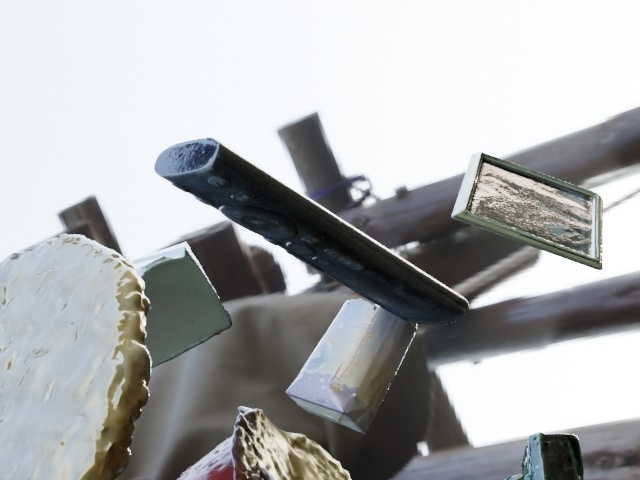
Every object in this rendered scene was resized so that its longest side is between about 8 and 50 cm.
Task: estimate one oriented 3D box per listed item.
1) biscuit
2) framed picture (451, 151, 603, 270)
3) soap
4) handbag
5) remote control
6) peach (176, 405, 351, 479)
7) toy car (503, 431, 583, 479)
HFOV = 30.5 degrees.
[{"bbox_3d":[-0.157,0.091,0.542,0.033,0.219,0.220,40,-133,-37],"label":"biscuit"},{"bbox_3d":[0.329,-0.057,1.812,0.296,0.232,0.019,-62,-10,-64],"label":"framed picture"},{"bbox_3d":[-0.186,0.075,1.107,0.145,0.230,0.091,-28,-83,-22],"label":"soap"},{"bbox_3d":[0.050,0.148,1.467,0.095,0.117,0.173,46,-113,-40],"label":"handbag"},{"bbox_3d":[0.000,0.000,1.221,0.377,0.107,0.044,31,-117,-37],"label":"remote control"},{"bbox_3d":[-0.042,0.357,1.070,0.339,0.353,0.417,50,-136,-25],"label":"peach"},{"bbox_3d":[0.194,0.292,0.952,0.321,0.097,0.141,80,-173,-51],"label":"toy car"}]
